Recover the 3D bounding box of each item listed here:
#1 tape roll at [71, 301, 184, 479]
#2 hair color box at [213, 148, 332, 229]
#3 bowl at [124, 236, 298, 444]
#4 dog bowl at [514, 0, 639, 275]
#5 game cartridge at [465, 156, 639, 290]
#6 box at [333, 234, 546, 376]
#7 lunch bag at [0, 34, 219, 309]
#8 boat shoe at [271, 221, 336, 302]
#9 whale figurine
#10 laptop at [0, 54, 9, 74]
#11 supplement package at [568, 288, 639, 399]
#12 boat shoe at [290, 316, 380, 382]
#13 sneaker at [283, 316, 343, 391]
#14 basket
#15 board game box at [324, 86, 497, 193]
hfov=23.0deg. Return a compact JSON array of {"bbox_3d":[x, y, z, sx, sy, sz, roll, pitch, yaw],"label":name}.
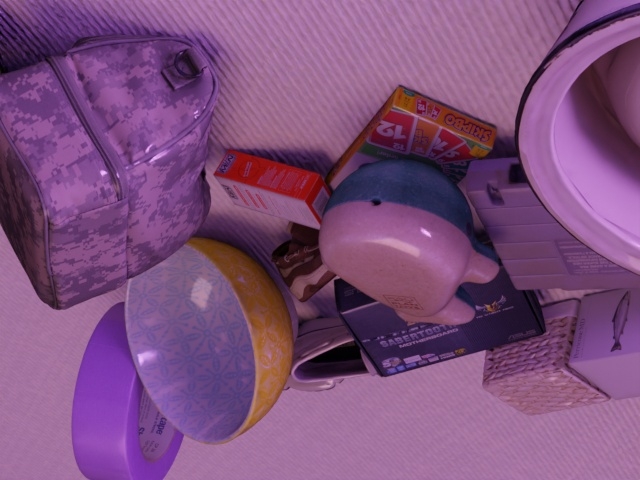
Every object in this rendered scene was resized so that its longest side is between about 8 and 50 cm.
[{"bbox_3d":[-0.277,0.234,2.372,0.090,0.275,0.275,9,152,16],"label":"tape roll"},{"bbox_3d":[-0.054,-0.062,1.922,0.141,0.043,0.072,16,156,32],"label":"hair color box"},{"bbox_3d":[-0.125,0.122,2.177,0.156,0.289,0.289,-18,178,-41],"label":"bowl"},{"bbox_3d":[0.394,-0.121,1.446,0.408,0.150,0.408,13,145,9],"label":"dog bowl"},{"bbox_3d":[0.364,-0.024,1.764,0.355,0.068,0.230,-3,151,23],"label":"game cartridge"},{"bbox_3d":[0.155,0.085,2.016,0.233,0.059,0.183,-17,143,12],"label":"box"},{"bbox_3d":[-0.241,-0.087,1.817,0.256,0.212,0.305,-22,156,-18],"label":"lunch bag"},{"bbox_3d":[-0.006,0.005,1.995,0.095,0.095,0.257,51,152,2],"label":"boat shoe"},{"bbox_3d":[0.107,0.004,1.822,0.216,0.141,0.272,3,154,24],"label":"whale figurine"},{"bbox_3d":[-0.430,-0.224,1.897,0.234,0.136,0.264,-4,121,33],"label":"laptop"},{"bbox_3d":[0.419,0.123,1.973,0.105,0.105,0.179,35,146,-32],"label":"supplement package"},{"bbox_3d":[0.080,0.145,2.170,0.267,0.088,0.096,-8,130,20],"label":"boat shoe"},{"bbox_3d":[-0.077,0.161,2.353,0.275,0.107,0.110,-10,123,33],"label":"sneaker"},{"bbox_3d":[0.308,0.161,2.103,0.113,0.103,0.167,32,148,-29],"label":"basket"},{"bbox_3d":[0.096,-0.088,1.841,0.124,0.039,0.259,23,155,-10],"label":"board game box"}]
